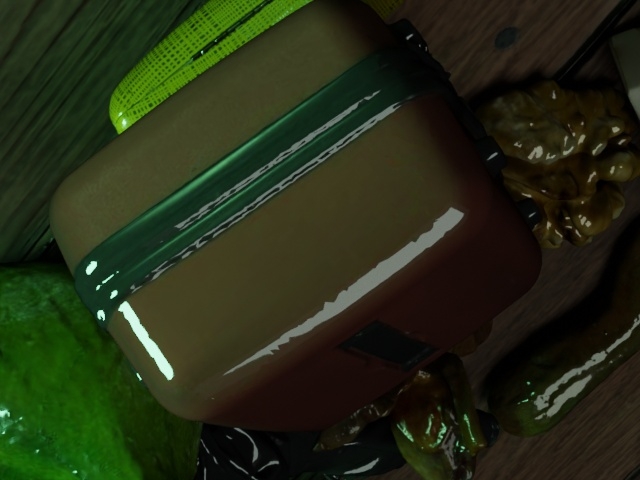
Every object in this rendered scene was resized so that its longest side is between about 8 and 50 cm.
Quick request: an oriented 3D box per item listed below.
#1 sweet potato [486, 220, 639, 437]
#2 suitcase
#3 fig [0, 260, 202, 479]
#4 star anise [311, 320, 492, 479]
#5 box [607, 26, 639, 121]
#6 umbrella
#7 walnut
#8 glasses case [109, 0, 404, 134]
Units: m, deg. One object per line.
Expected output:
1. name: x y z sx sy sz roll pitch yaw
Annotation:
1. sweet potato: 0.232 0.082 1.235 0.081 0.062 0.233 22 114 -43
2. suitcase: 0.000 0.000 0.856 0.236 0.161 0.297 -35 165 8
3. fig: -0.153 0.135 0.903 0.203 0.235 0.203 -21 138 -20
4. star anise: 0.068 0.076 1.061 0.212 0.196 0.111 46 140 -19
5. box: 0.373 -0.072 1.115 0.214 0.069 0.353 -20 145 16
6. umbrella: 0.011 0.146 1.118 0.340 0.118 0.118 8 126 -38
7. walnut: 0.168 -0.046 1.053 0.170 0.069 0.143 1 123 -37
8. glasses case: -0.022 -0.129 0.845 0.234 0.064 0.079 -36 165 6
